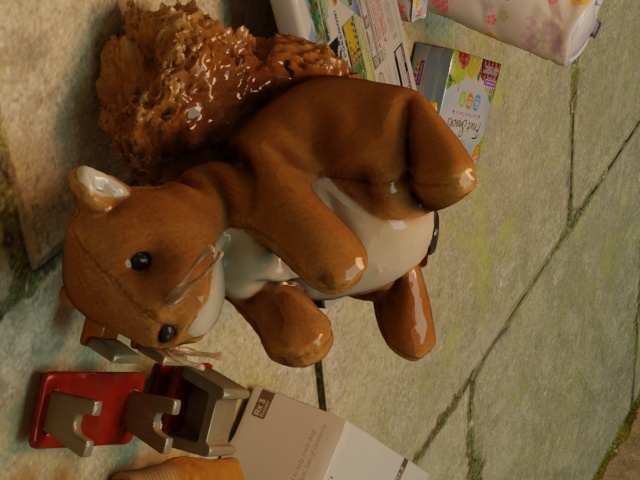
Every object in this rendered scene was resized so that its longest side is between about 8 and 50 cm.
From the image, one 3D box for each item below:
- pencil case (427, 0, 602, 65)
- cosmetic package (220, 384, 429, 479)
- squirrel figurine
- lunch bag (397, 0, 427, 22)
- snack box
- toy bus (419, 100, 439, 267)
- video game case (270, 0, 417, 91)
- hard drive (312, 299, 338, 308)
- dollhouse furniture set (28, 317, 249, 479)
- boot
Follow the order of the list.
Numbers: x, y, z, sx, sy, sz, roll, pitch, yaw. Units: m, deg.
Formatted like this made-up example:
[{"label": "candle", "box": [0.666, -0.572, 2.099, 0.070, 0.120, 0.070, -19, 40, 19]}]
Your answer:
[{"label": "pencil case", "box": [0.251, -0.340, 2.036, 0.113, 0.273, 0.124, -34, 144, -62]}, {"label": "cosmetic package", "box": [-0.002, 0.361, 2.064, 0.217, 0.156, 0.385, -68, 155, -9]}, {"label": "squirrel figurine", "box": [-0.096, -0.048, 1.469, 0.370, 0.397, 0.281, -15, 148, -21]}, {"label": "lunch bag", "box": [0.108, -0.341, 1.977, 0.053, 0.071, 0.083, -32, 132, -53]}, {"label": "snack box", "box": [0.192, -0.199, 2.231, 0.207, 0.070, 0.174, 2, 103, -63]}, {"label": "toy bus", "box": [0.101, -0.101, 2.050, 0.211, 0.149, 0.220, -71, 162, -46]}, {"label": "video game case", "box": [0.031, -0.244, 1.777, 0.300, 0.036, 0.329, -54, 135, -55]}, {"label": "hard drive", "box": [0.000, 0.000, 1.845, 0.255, 0.172, 0.054, -41, 131, -50]}, {"label": "dollhouse furniture set", "box": [-0.214, 0.184, 1.612, 0.259, 0.135, 0.262, 9, 96, -53]}, {"label": "boot", "box": [-0.173, 0.406, 1.765, 0.211, 0.104, 0.295, 9, 89, -49]}]
